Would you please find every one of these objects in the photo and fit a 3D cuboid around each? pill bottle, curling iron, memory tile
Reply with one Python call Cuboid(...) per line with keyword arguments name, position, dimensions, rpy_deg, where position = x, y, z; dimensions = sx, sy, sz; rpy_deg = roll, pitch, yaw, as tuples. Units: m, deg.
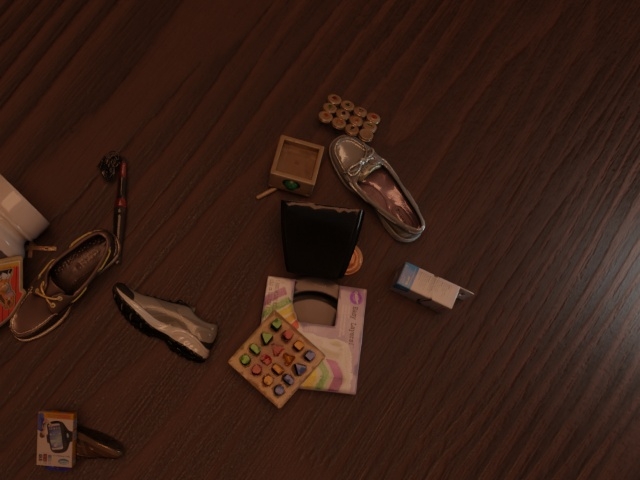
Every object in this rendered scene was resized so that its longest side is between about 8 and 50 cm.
Cuboid(name="pill bottle", position=(-0.796, 0.028, 1.815), dimensions=(0.204, 0.204, 0.361), rpy_deg=(44, 77, 4))
Cuboid(name="curling iron", position=(-0.492, -0.079, 1.958), dimensions=(0.068, 0.035, 0.274), rpy_deg=(-8, 83, 14))
Cuboid(name="memory tile", position=(0.073, -0.309, 2.047), dimensions=(0.148, 0.012, 0.113), rpy_deg=(25, 49, 0))

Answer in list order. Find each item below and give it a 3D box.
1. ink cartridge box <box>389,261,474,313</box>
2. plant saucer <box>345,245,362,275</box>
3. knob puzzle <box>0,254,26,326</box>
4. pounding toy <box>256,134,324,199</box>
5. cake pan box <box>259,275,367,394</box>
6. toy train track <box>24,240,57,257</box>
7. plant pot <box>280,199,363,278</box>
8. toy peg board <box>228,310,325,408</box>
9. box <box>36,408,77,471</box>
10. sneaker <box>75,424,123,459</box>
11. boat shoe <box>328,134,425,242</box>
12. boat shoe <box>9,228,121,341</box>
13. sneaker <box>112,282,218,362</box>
Cuboid(name="ink cartridge box", position=(0.265, 0.123, 1.955), dimensions=(0.180, 0.104, 0.060), rpy_deg=(25, 77, 0))
Cuboid(name="plant saucer", position=(0.062, 0.044, 1.997), dimensions=(0.084, 0.013, 0.083), rpy_deg=(1, 79, -6))
Cuboid(name="knob puzzle", position=(-0.730, 0.137, 1.773), dimensions=(0.213, 0.213, 0.030), rpy_deg=(-45, 52, -13))
Cuboid(name="pounding toy", position=(-0.075, -0.165, 1.996), dimensions=(0.130, 0.100, 0.141), rpy_deg=(15, 66, -3))
Cuboid(name="cake pan box", position=(-0.023, 0.220, 1.925), dimensions=(0.246, 0.070, 0.266), rpy_deg=(10, 78, -6))
Cuboid(name="toy train track", position=(-0.666, 0.017, 1.927), dimensions=(0.083, 0.014, 0.048), rpy_deg=(4, 78, -6))
Cuboid(name="plant pot", position=(0.000, 0.000, 1.913), dimensions=(0.187, 0.188, 0.167), rpy_deg=(7, 89, 4))
Cuboid(name="toy peg board", position=(-0.097, 0.265, 1.834), dimensions=(0.161, 0.079, 0.161), rpy_deg=(42, 78, 4))
Cuboid(name="box", position=(-0.577, 0.440, 1.786), dimensions=(0.081, 0.028, 0.136), rpy_deg=(3, 91, 5))
Cuboid(name="sneaker", position=(-0.536, 0.461, 1.831), dimensions=(0.188, 0.066, 0.071), rpy_deg=(21, 93, 4))
Cuboid(name="boat shoe", position=(0.142, -0.136, 1.997), dimensions=(0.118, 0.103, 0.320), rpy_deg=(-34, 83, -12))
Cuboid(name="boat shoe", position=(-0.593, 0.100, 1.866), dimensions=(0.116, 0.097, 0.324), rpy_deg=(45, 83, 3))
Cuboid(name="sneaker", position=(-0.361, 0.175, 1.893), dimensions=(0.271, 0.100, 0.108), rpy_deg=(32, 63, -2))
